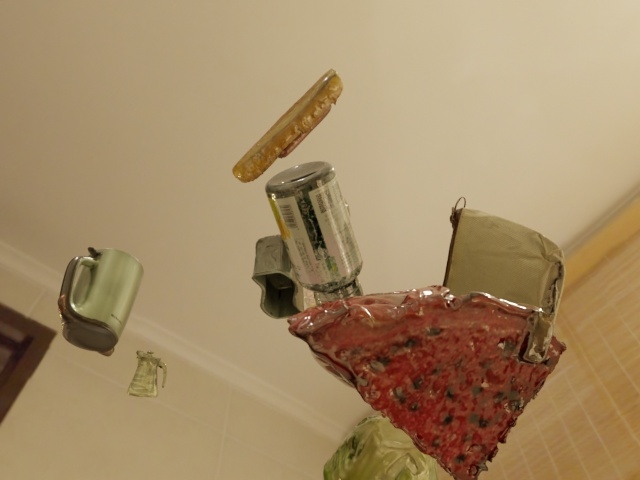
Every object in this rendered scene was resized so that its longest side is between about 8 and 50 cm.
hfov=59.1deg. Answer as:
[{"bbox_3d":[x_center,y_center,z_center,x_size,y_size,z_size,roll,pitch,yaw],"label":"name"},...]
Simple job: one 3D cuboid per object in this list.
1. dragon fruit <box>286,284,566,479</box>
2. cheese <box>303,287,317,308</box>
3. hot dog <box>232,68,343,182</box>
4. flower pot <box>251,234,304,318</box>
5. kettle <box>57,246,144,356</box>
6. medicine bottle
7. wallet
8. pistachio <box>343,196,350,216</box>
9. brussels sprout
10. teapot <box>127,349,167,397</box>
[{"bbox_3d":[0.113,0.155,0.680,0.330,0.240,0.302,28,-60,-29],"label":"dragon fruit"},{"bbox_3d":[-0.003,0.200,1.567,0.050,0.127,0.255,-14,-76,56],"label":"cheese"},{"bbox_3d":[-0.042,-0.163,0.829,0.215,0.066,0.047,-46,-75,-4],"label":"hot dog"},{"bbox_3d":[-0.100,0.091,1.353,0.103,0.108,0.229,-4,-37,3],"label":"flower pot"},{"bbox_3d":[-0.606,0.149,1.522,0.165,0.255,0.240,-12,-46,17],"label":"kettle"},{"bbox_3d":[0.000,0.000,1.122,0.142,0.141,0.293,-16,-69,8],"label":"medicine bottle"},{"bbox_3d":[0.374,0.095,1.217,0.275,0.068,0.335,19,-70,36],"label":"wallet"},{"bbox_3d":[0.020,-0.043,1.323,0.110,0.189,0.100,25,-26,-28],"label":"pistachio"},{"bbox_3d":[0.115,0.427,1.026,0.210,0.219,0.271,25,-53,19],"label":"brussels sprout"},{"bbox_3d":[-0.321,0.248,1.053,0.067,0.057,0.083,7,-101,-11],"label":"teapot"}]
